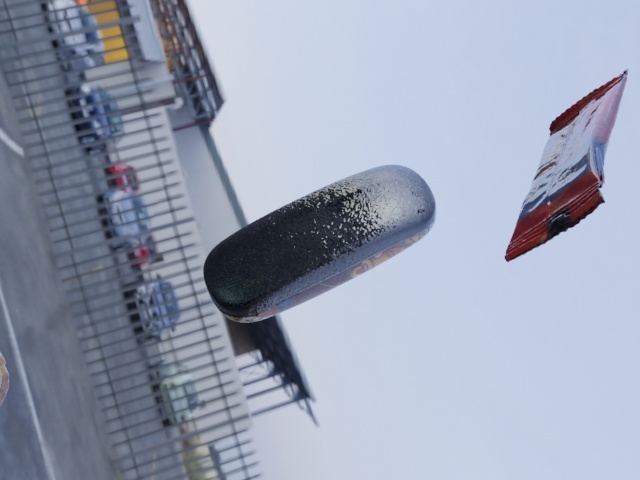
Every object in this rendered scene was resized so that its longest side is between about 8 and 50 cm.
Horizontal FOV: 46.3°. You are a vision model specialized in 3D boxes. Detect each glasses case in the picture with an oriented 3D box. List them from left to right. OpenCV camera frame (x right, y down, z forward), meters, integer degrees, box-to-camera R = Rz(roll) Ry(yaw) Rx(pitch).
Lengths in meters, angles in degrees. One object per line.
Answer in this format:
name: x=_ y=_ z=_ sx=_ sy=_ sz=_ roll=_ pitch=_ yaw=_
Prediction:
glasses case: x=0.000 y=0.000 z=0.984 sx=0.122 sy=0.321 sz=0.082 roll=59 pitch=-9 yaw=34

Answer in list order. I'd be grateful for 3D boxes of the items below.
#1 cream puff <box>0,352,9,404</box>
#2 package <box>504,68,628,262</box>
cream puff: x=-0.381 y=0.136 z=0.762 sx=0.104 sy=0.119 sz=0.133 roll=20 pitch=51 yaw=-59
package: x=0.186 y=-0.061 z=0.554 sx=0.022 sy=0.200 sz=0.083 roll=40 pitch=-47 yaw=-6
